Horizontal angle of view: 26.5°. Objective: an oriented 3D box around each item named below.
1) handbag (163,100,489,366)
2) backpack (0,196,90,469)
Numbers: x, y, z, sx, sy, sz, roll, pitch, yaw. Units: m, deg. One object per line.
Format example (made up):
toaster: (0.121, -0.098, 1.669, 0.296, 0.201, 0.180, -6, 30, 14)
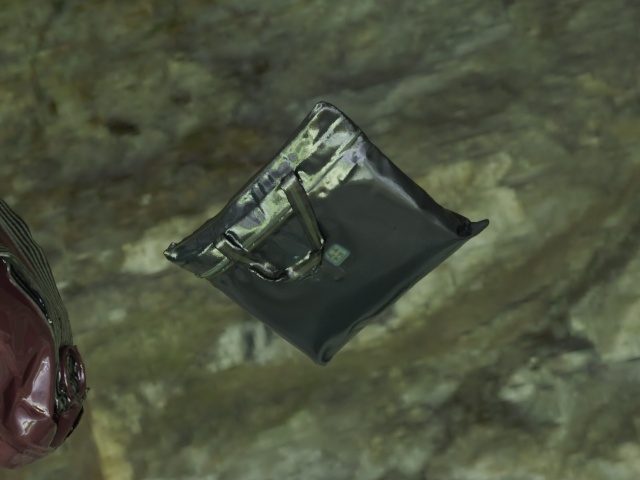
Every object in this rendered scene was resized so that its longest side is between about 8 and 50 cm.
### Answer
handbag: (0.000, 0.000, 1.301, 0.254, 0.211, 0.089, -43, -157, 32)
backpack: (-0.359, 0.084, 1.390, 0.197, 0.317, 0.283, -38, -164, 6)
